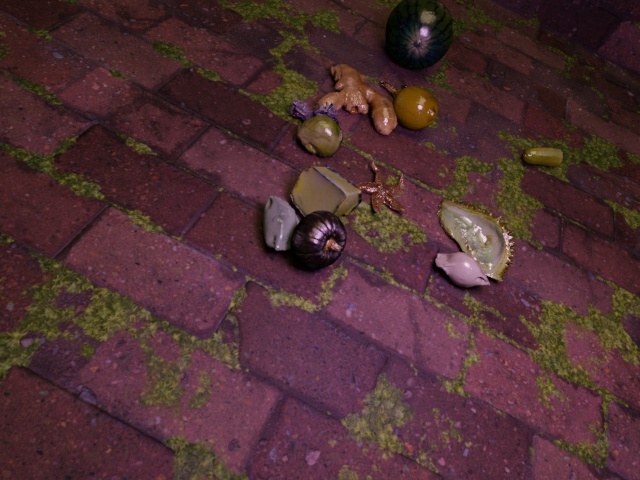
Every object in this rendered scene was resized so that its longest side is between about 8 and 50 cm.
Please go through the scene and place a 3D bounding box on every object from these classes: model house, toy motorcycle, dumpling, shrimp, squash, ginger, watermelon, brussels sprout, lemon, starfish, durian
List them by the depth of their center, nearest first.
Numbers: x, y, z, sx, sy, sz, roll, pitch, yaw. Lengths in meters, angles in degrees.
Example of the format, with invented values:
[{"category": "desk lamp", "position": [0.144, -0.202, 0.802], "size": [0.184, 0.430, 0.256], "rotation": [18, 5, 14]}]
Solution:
[{"category": "squash", "position": [-0.004, -0.002, 1.348], "size": [0.193, 0.193, 0.156], "rotation": [0, 18, -17]}, {"category": "dumpling", "position": [-0.116, -0.051, 1.387], "size": [0.149, 0.105, 0.217], "rotation": [6, 56, -14]}, {"category": "dumpling", "position": [0.511, 0.095, 1.496], "size": [0.181, 0.111, 0.155], "rotation": [42, 32, -15]}, {"category": "model house", "position": [0.029, -0.166, 1.513], "size": [0.194, 0.170, 0.211], "rotation": [38, 27, 17]}, {"category": "starfish", "position": [0.237, -0.195, 1.620], "size": [0.235, 0.062, 0.277], "rotation": [-15, 66, -24]}, {"category": "durian", "position": [0.607, -0.023, 1.624], "size": [0.198, 0.163, 0.394], "rotation": [-40, 67, 7]}, {"category": "brussels sprout", "position": [0.003, -0.420, 1.648], "size": [0.183, 0.145, 0.131], "rotation": [36, 28, 1]}, {"category": "toy motorcycle", "position": [-0.021, -0.521, 1.710], "size": [0.215, 0.122, 0.080], "rotation": [19, 50, -5]}, {"category": "ginger", "position": [0.174, -0.648, 1.857], "size": [0.362, 0.122, 0.348], "rotation": [9, 64, 0]}, {"category": "lemon", "position": [0.415, -0.590, 1.859], "size": [0.184, 0.184, 0.248], "rotation": [-22, 51, -28]}, {"category": "squash", "position": [1.045, -0.404, 1.992], "size": [0.187, 0.095, 0.095], "rotation": [4, 57, -15]}, {"category": "shrimp", "position": [0.372, -0.740, 2.030], "size": [0.178, 0.034, 0.124], "rotation": [36, 52, 5]}, {"category": "watermelon", "position": [0.486, -1.028, 2.073], "size": [0.363, 0.363, 0.363], "rotation": [8, 56, -12]}]
